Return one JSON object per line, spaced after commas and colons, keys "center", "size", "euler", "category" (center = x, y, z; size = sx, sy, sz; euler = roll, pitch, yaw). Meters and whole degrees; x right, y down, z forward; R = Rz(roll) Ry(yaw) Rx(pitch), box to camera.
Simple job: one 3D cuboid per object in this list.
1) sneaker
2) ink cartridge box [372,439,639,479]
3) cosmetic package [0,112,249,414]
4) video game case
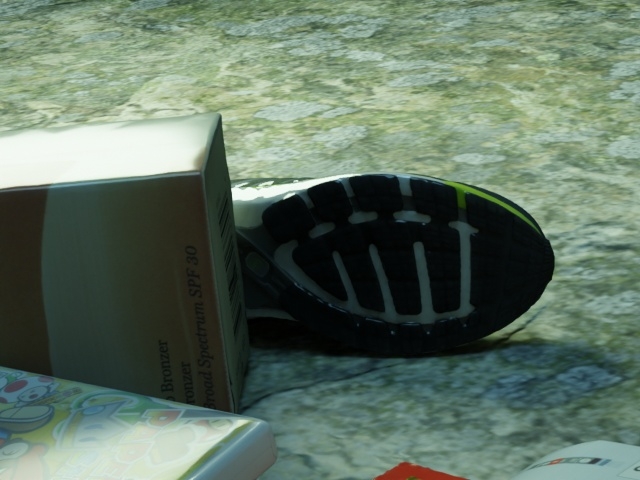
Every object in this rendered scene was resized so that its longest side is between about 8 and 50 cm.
{"center": [0.000, 0.000, 1.096], "size": [0.300, 0.111, 0.121], "euler": [3, 15, 23], "category": "sneaker"}
{"center": [0.065, 0.120, 0.771], "size": [0.179, 0.045, 0.145], "euler": [11, 23, 38], "category": "ink cartridge box"}
{"center": [-0.195, 0.026, 0.991], "size": [0.296, 0.153, 0.129], "euler": [-6, 18, 4], "category": "cosmetic package"}
{"center": [-0.166, 0.128, 0.797], "size": [0.206, 0.026, 0.227], "euler": [7, 29, 37], "category": "video game case"}
